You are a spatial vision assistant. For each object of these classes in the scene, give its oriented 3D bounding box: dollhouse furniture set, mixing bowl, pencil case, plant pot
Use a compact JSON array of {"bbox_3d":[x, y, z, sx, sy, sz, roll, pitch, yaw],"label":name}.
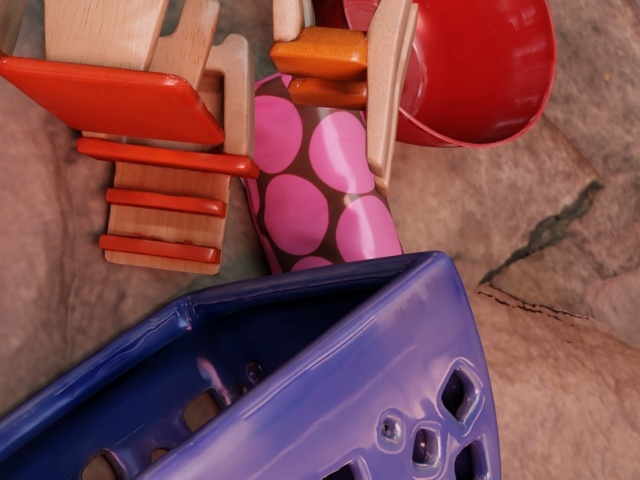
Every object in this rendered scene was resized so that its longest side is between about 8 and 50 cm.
[{"bbox_3d":[-0.089,-0.060,0.691,0.262,0.259,0.135,7,86,4],"label":"dollhouse furniture set"},{"bbox_3d":[0.060,-0.136,0.930,0.181,0.098,0.181,11,70,-34],"label":"mixing bowl"},{"bbox_3d":[0.000,0.000,0.856,0.095,0.098,0.209,13,60,-81],"label":"pencil case"},{"bbox_3d":[-0.037,0.158,0.700,0.236,0.236,0.212,-37,106,-37],"label":"plant pot"}]
